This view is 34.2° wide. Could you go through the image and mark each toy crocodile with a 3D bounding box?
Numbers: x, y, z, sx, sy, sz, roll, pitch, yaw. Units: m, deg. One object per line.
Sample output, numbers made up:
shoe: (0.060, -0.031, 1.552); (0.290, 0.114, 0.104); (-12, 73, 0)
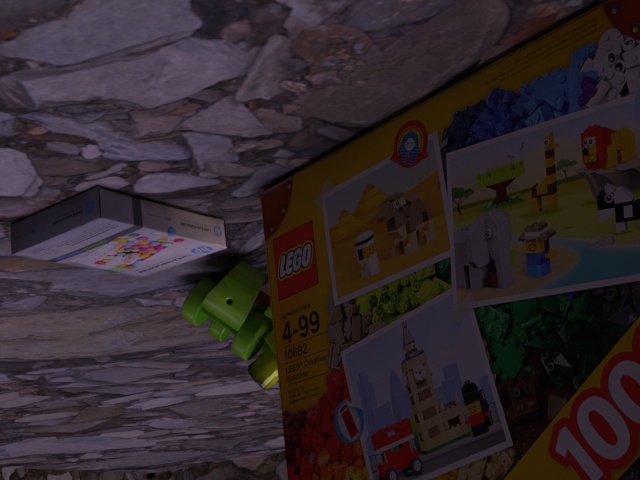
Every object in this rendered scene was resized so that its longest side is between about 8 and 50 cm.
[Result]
toy crocodile: (-0.101, 0.107, 1.457); (0.115, 0.105, 0.340); (33, 173, 16)

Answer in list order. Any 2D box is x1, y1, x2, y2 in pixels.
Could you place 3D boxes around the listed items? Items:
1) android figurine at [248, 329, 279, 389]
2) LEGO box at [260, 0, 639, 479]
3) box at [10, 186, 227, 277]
android figurine: (0.034, 0.107, 1.396); (0.273, 0.056, 0.248); (-40, 155, 8)
LEGO box: (0.182, 0.057, 0.923); (0.193, 0.372, 0.500); (8, 157, -39)
box: (-0.219, -0.004, 1.140); (0.145, 0.038, 0.186); (-18, 161, 34)
